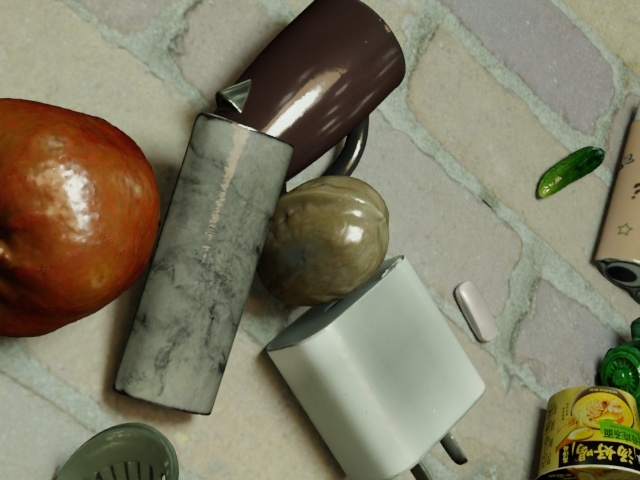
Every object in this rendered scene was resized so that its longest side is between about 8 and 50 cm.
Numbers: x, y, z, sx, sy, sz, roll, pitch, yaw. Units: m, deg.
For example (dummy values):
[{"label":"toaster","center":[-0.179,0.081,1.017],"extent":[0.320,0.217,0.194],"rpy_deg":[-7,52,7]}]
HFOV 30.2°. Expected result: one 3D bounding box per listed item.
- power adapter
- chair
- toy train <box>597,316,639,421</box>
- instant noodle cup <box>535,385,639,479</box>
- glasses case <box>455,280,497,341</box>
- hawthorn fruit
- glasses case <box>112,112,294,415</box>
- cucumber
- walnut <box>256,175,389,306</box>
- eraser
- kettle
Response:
[{"label":"power adapter","center":[0.081,0.171,1.357],"extent":[0.187,0.124,0.255],"rpy_deg":[-39,101,-34]},{"label":"chair","center":[-0.184,0.334,1.083],"extent":[0.190,0.203,0.275],"rpy_deg":[-35,107,-48]},{"label":"toy train","center":[0.486,0.225,1.579],"extent":[0.145,0.202,0.266],"rpy_deg":[3,76,-37]},{"label":"instant noodle cup","center":[0.346,0.261,1.512],"extent":[0.151,0.151,0.122],"rpy_deg":[22,57,-29]},{"label":"glasses case","center":[0.201,0.091,1.525],"extent":[0.032,0.021,0.083],"rpy_deg":[-33,97,-34]},{"label":"hawthorn fruit","center":[-0.251,-0.025,1.132],"extent":[0.261,0.224,0.224],"rpy_deg":[-13,85,-57]},{"label":"glasses case","center":[-0.120,0.025,1.228],"extent":[0.114,0.060,0.299],"rpy_deg":[18,88,-31]},{"label":"cucumber","center":[0.360,-0.104,1.682],"extent":[0.168,0.039,0.039],"rpy_deg":[-30,95,-35]},{"label":"walnut","center":[0.001,0.001,1.293],"extent":[0.140,0.162,0.140],"rpy_deg":[45,36,-48]},{"label":"eraser","center":[0.507,-0.052,1.745],"extent":[0.171,0.087,0.291],"rpy_deg":[36,60,-26]},{"label":"kettle","center":[-0.021,-0.144,1.377],"extent":[0.232,0.144,0.202],"rpy_deg":[-46,134,-25]}]
